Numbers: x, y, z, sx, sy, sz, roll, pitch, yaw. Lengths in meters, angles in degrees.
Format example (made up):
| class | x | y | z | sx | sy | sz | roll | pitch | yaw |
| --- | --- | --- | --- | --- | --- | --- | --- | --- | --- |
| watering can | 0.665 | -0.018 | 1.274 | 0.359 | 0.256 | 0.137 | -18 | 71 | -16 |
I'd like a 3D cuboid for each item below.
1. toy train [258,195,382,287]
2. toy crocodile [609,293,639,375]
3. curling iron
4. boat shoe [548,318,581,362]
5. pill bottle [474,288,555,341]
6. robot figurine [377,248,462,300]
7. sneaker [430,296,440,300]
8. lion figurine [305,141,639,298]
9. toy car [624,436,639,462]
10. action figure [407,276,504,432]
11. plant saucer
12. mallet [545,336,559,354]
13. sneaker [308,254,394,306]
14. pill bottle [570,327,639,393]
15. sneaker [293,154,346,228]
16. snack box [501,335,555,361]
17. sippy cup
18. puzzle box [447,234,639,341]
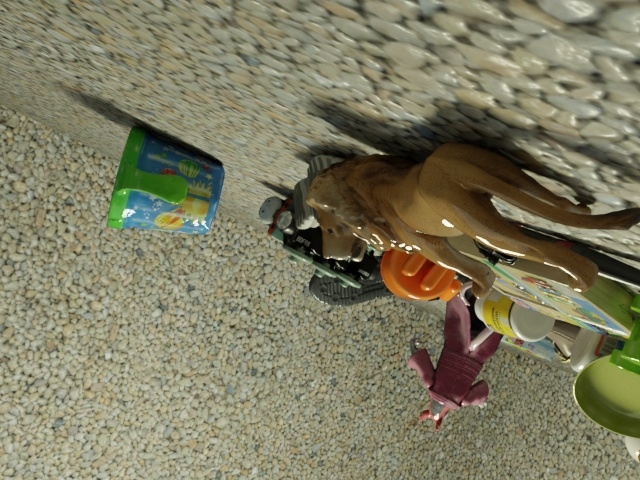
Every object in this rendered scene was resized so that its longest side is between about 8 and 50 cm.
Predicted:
| class | x | y | z | sx | sy | sz | roll | pitch | yaw |
| --- | --- | --- | --- | --- | --- | --- | --- | --- | --- |
| toy train | 0.000 | 0.000 | 1.829 | 0.334 | 0.142 | 0.190 | 28 | -177 | -41 |
| toy crocodile | 0.472 | 0.134 | 1.062 | 0.105 | 0.115 | 0.340 | 22 | 175 | 17 |
| curling iron | 0.326 | 0.026 | 1.015 | 0.274 | 0.035 | 0.068 | 16 | 135 | 34 |
| boat shoe | 0.611 | 0.252 | 1.795 | 0.324 | 0.096 | 0.117 | 26 | 175 | -29 |
| pill bottle | 0.404 | 0.151 | 1.648 | 0.103 | 0.103 | 0.184 | 25 | 175 | -17 |
| robot figurine | 0.186 | 0.054 | 1.494 | 0.158 | 0.128 | 0.219 | 0 | 177 | -5 |
| sneaker | 0.284 | 0.117 | 2.014 | 0.067 | 0.078 | 0.188 | 24 | 176 | 2 |
| lion figurine | 0.137 | -0.041 | 0.848 | 0.240 | 0.142 | 0.392 | 32 | 160 | -10 |
| toy car | 0.740 | 0.414 | 1.694 | 0.210 | 0.237 | 0.219 | 26 | 147 | -21 |
| action figure | 0.350 | 0.293 | 1.863 | 0.248 | 0.370 | 0.276 | 24 | 174 | -4 |
| plant saucer | 0.585 | 0.273 | 1.408 | 0.241 | 0.037 | 0.240 | 13 | 134 | 14 |
| mallet | 0.711 | 0.309 | 2.345 | 0.062 | 0.039 | 0.190 | 21 | 171 | 44 |
| sneaker | 0.085 | 0.100 | 2.073 | 0.319 | 0.112 | 0.131 | -3 | -161 | -35 |
| pill bottle | 0.603 | 0.234 | 1.480 | 0.222 | 0.124 | 0.124 | 24 | 175 | 4 |
| sneaker | 0.038 | -0.075 | 1.186 | 0.115 | 0.105 | 0.281 | -6 | 180 | -14 |
| snack box | 0.629 | 0.310 | 2.511 | 0.175 | 0.070 | 0.207 | 27 | 176 | -36 |
| sippy cup | -0.340 | -0.116 | 1.750 | 0.224 | 0.240 | 0.305 | 14 | -144 | -10 |
| puzzle box | 0.366 | 0.071 | 1.269 | 0.272 | 0.052 | 0.409 | 20 | 174 | 44 |
